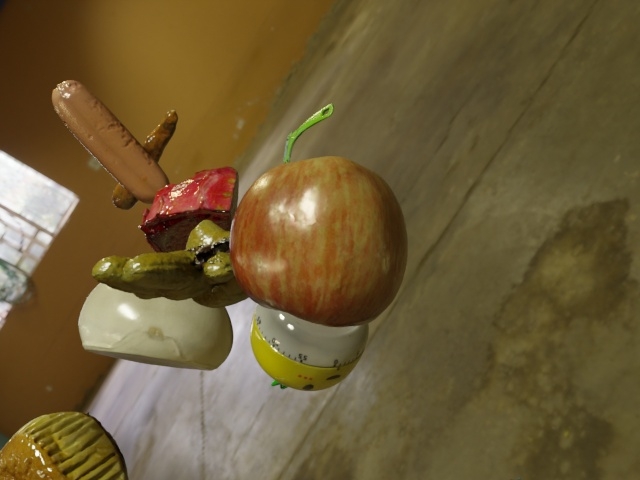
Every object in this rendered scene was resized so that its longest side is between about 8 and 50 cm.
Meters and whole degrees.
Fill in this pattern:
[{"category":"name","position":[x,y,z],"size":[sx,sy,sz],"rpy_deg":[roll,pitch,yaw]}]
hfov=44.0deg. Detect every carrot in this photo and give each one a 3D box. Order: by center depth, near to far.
[{"category":"carrot","position":[-0.361,-0.168,1.647],"size":[0.247,0.059,0.059],"rpy_deg":[-57,13,13]}]

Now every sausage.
[{"category":"sausage","position":[-0.403,-0.187,1.528],"size":[0.086,0.289,0.086],"rpy_deg":[-40,12,10]}]

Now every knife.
[{"category":"knife","position":[-0.027,-0.208,1.502],"size":[0.166,0.023,0.078],"rpy_deg":[-37,44,48]}]

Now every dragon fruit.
[{"category":"dragon fruit","position":[-0.210,-0.042,1.402],"size":[0.189,0.163,0.261],"rpy_deg":[-55,-11,-27]}]

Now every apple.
[{"category":"apple","position":[0.000,0.000,0.634],"size":[0.146,0.146,0.130],"rpy_deg":[-172,92,-75]}]

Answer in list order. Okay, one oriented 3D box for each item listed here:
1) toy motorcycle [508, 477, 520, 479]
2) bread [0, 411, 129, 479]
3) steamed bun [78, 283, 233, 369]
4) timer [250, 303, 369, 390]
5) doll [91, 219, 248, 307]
[{"category":"toy motorcycle","position":[0.292,0.494,1.316],"size":[0.204,0.108,0.239],"rpy_deg":[-62,14,-22]},{"category":"bread","position":[-0.445,0.411,1.325],"size":[0.253,0.227,0.142],"rpy_deg":[-38,-7,35]},{"category":"steamed bun","position":[-0.243,0.113,1.203],"size":[0.232,0.232,0.145],"rpy_deg":[155,126,-66]},{"category":"timer","position":[-0.040,0.238,1.787],"size":[0.285,0.285,0.285],"rpy_deg":[-53,14,20]},{"category":"doll","position":[-0.137,0.021,0.836],"size":[0.137,0.209,0.097],"rpy_deg":[-19,76,31]}]
